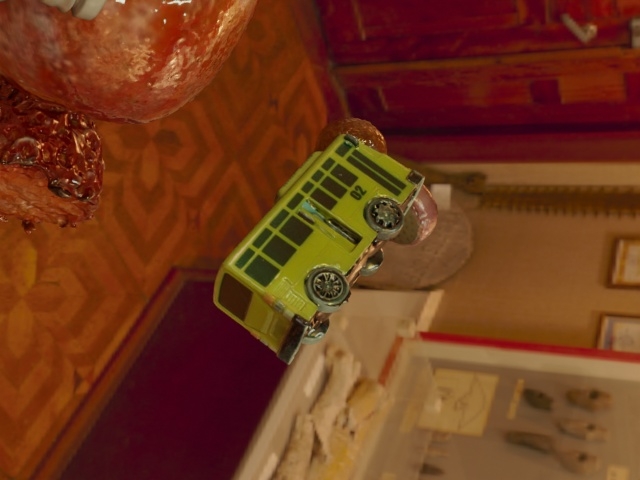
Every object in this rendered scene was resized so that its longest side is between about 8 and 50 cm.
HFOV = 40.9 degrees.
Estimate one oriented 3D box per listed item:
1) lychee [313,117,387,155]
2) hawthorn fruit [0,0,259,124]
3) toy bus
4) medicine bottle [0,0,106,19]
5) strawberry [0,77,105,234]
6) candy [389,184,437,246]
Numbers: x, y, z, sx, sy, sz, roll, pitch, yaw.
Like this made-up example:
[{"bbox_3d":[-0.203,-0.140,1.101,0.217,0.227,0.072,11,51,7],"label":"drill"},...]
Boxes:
[{"bbox_3d":[0.039,-0.110,1.203,0.101,0.114,0.140,89,-14,-64],"label":"lychee"},{"bbox_3d":[-0.200,-0.253,0.812,0.284,0.284,0.284,-7,98,-62],"label":"hawthorn fruit"},{"bbox_3d":[0.000,0.000,0.686,0.175,0.101,0.088,-50,171,-30],"label":"toy bus"},{"bbox_3d":[-0.242,-0.232,0.577,0.215,0.135,0.135,18,74,-27],"label":"medicine bottle"},{"bbox_3d":[-0.359,-0.123,1.036,0.234,0.234,0.178,37,56,-57],"label":"strawberry"},{"bbox_3d":[0.106,-0.042,1.126,0.043,0.103,0.103,-37,126,-32],"label":"candy"}]
